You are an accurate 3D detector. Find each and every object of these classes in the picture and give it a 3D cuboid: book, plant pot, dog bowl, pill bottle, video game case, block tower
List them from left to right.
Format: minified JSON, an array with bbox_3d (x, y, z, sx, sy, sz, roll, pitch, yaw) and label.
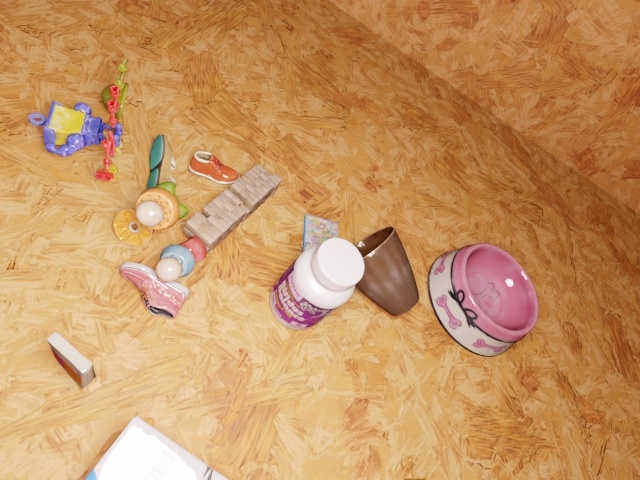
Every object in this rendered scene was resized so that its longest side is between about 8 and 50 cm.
[{"bbox_3d":[-0.510,0.247,0.828,0.096,0.144,0.035,42,52,0],"label":"book"},{"bbox_3d":[-0.255,-0.102,1.201,0.097,0.091,0.335,42,51,0],"label":"block tower"},{"bbox_3d":[-0.012,0.116,1.066,0.169,0.301,0.169,13,57,-21],"label":"pill bottle"},{"bbox_3d":[0.000,0.000,1.323,0.119,0.015,0.166,15,57,-20],"label":"video game case"},{"bbox_3d":[0.202,0.111,1.262,0.230,0.215,0.215,54,51,-8],"label":"plant pot"},{"bbox_3d":[0.589,0.190,1.435,0.407,0.150,0.408,13,57,-20],"label":"dog bowl"}]

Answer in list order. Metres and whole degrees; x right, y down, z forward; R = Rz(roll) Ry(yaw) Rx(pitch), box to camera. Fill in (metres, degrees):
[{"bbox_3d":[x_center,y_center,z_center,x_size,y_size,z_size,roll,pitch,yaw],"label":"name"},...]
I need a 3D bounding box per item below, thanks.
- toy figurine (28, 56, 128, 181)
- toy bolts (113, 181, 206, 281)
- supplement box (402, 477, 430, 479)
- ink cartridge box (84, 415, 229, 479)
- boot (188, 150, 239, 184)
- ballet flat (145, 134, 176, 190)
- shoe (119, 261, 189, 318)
[{"bbox_3d":[-0.650,-0.342,1.083,0.217,0.191,0.363,4,59,-20],"label":"toy figurine"},{"bbox_3d":[-0.408,0.002,0.988,0.229,0.218,0.158,63,11,-16],"label":"toy bolts"},{"bbox_3d":[0.183,0.655,0.977,0.188,0.104,0.081,-9,66,-31],"label":"supplement box"},{"bbox_3d":[-0.311,0.530,0.776,0.307,0.129,0.223,37,52,-4],"label":"ink cartridge box"},{"bbox_3d":[-0.320,-0.224,1.244,0.157,0.084,0.059,13,56,-23],"label":"boot"},{"bbox_3d":[-0.458,-0.200,1.177,0.073,0.080,0.232,28,50,-46],"label":"ballet flat"},{"bbox_3d":[-0.420,0.124,0.998,0.178,0.063,0.081,29,48,-15],"label":"shoe"}]
